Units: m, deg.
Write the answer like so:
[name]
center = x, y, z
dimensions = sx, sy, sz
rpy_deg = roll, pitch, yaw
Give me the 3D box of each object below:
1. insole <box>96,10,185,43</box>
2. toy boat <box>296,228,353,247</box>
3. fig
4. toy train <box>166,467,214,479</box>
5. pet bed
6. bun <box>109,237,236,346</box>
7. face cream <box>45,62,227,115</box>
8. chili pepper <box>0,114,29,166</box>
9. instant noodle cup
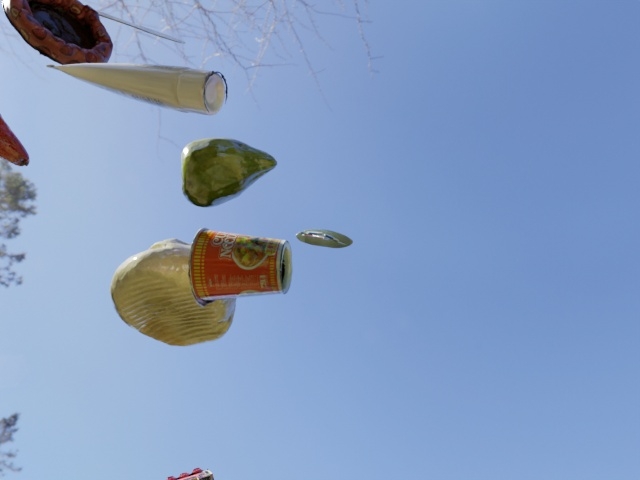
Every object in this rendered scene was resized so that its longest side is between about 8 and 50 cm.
[insole]
center = -0.385, -0.452, 1.039
dimensions = 0.197, 0.065, 0.004
rpy_deg = 13, -66, -20
[toy boat]
center = -0.007, -0.002, 0.917
dimensions = 0.105, 0.149, 0.034
rpy_deg = 8, -84, 31
[fig]
center = -0.244, -0.177, 1.198
dimensions = 0.233, 0.167, 0.167
rpy_deg = -17, -66, 21
[toy train]
center = -0.359, 0.659, 1.318
dimensions = 0.087, 0.137, 0.050
rpy_deg = -14, -99, 57
[pet bed]
center = -0.482, -0.399, 0.915
dimensions = 0.053, 0.201, 0.201
rpy_deg = -37, -75, 30
[bun]
center = -0.422, 0.142, 1.446
dimensions = 0.364, 0.219, 0.365
rpy_deg = 1, -50, 1
[face cream]
center = -0.244, -0.213, 0.667
dimensions = 0.243, 0.092, 0.058
rpy_deg = 13, -83, 17
[chili pepper]
center = -0.538, -0.186, 0.787
dimensions = 0.169, 0.088, 0.065
rpy_deg = 52, -18, -20
[instant noodle cup]
center = -0.182, 0.065, 1.180
dimensions = 0.212, 0.193, 0.193
rpy_deg = 1, -59, 8
